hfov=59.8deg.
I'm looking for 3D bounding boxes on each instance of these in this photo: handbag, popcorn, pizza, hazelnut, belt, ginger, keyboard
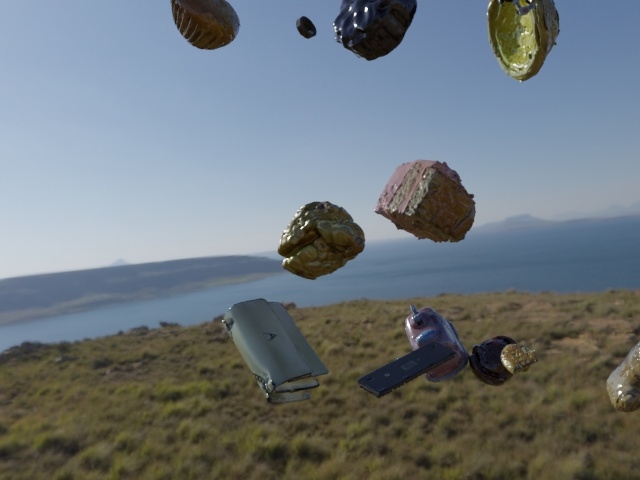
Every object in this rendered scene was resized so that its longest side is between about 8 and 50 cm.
[{"bbox_3d":[-0.166,0.377,1.930,0.237,0.160,0.358,4,36,-45],"label":"handbag"},{"bbox_3d":[0.000,0.000,1.674,0.265,0.225,0.332,-25,11,-21],"label":"popcorn"},{"bbox_3d":[0.580,0.349,1.627,0.099,0.035,0.160,-2,17,11],"label":"pizza"},{"bbox_3d":[0.667,0.462,2.124,0.170,0.160,0.202,5,25,39],"label":"hazelnut"},{"bbox_3d":[-0.054,-0.776,2.034,0.083,0.059,0.036,42,-24,-29],"label":"belt"},{"bbox_3d":[0.908,0.379,1.565,0.221,0.130,0.275,-40,-31,-16],"label":"ginger"},{"bbox_3d":[0.254,0.372,1.621,0.317,0.027,0.106,-18,23,-32],"label":"keyboard"}]

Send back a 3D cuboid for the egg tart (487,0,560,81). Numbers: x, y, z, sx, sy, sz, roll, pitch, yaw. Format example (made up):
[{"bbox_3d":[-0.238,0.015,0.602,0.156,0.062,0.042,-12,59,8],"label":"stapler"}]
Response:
[{"bbox_3d":[0.678,-0.710,1.836,0.132,0.345,0.345,-19,1,-6],"label":"egg tart"}]

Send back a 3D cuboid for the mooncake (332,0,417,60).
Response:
[{"bbox_3d":[0.162,-0.720,1.762,0.141,0.283,0.283,23,-20,-40],"label":"mooncake"}]

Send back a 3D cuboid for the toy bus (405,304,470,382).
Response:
[{"bbox_3d":[0.446,0.401,2.222,0.197,0.232,0.294,-31,34,11],"label":"toy bus"}]

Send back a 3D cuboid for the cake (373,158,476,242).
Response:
[{"bbox_3d":[0.462,-0.164,2.382,0.314,0.293,0.307,34,-12,-27],"label":"cake"}]

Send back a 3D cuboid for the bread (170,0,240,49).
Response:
[{"bbox_3d":[-0.359,-0.681,1.696,0.139,0.240,0.240,-44,-20,26],"label":"bread"}]

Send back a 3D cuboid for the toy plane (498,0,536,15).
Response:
[{"bbox_3d":[0.580,-0.749,1.691,0.078,0.197,0.053,-31,-32,22],"label":"toy plane"}]
